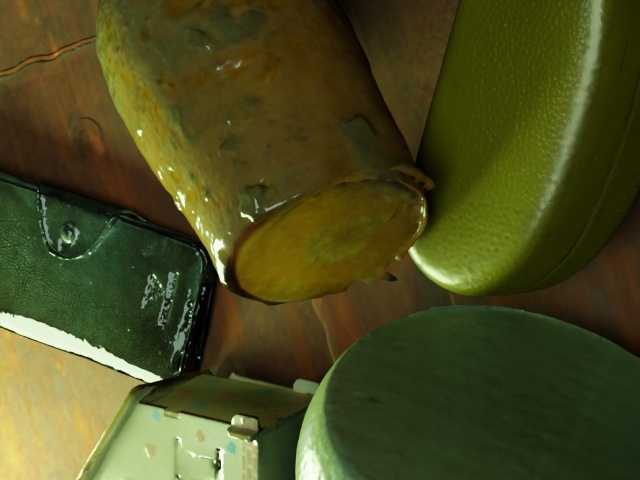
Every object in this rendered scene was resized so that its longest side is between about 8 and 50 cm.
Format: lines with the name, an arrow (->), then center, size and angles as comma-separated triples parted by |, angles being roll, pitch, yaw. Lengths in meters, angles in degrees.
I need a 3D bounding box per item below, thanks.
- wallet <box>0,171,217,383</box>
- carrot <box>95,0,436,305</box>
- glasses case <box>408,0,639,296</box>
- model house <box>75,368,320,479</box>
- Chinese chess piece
wallet -> -0.256, 0.035, 1.902 | 0.318, 0.045, 0.172 | 19, 109, 21
carrot -> -0.061, -0.120, 1.641 | 0.224, 0.224, 0.340 | -41, 57, 27
glasses case -> 0.201, -0.124, 1.584 | 0.173, 0.141, 0.371 | 32, 116, 42
model house -> -0.113, 0.282, 1.824 | 0.244, 0.169, 0.326 | 7, 101, 33
Chinese chess piece -> 0.152, 0.205, 1.562 | 0.349, 0.349, 0.146 | 25, 128, 20
